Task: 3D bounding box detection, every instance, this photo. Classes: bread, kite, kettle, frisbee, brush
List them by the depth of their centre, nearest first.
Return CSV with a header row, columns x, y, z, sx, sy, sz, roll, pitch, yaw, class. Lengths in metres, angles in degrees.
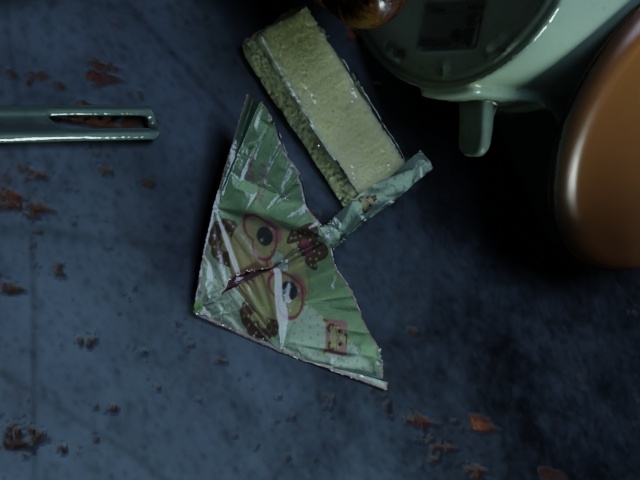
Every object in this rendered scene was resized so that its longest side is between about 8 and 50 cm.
x,y,z,sx,sy,sz,roll,pitch,yaw,class
-0.204,-0.076,1.175,0.266,0.027,0.062,-4,71,-43,brush
0.001,0.000,1.305,0.250,0.012,0.229,-32,100,-37,kite
0.004,-0.097,1.368,0.153,0.028,0.068,56,44,-3,bread
0.269,-0.087,1.420,0.251,0.250,0.021,-5,29,-42,frisbee
0.233,-0.169,1.486,0.377,0.250,0.361,5,85,-42,kettle

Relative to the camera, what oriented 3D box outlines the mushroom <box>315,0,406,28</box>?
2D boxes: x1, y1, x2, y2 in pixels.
x,y,z,sx,sy,sz,roll,pitch,yaw,class
-0.050,-0.226,1.334,0.218,0.227,0.148,-5,104,-8,mushroom
